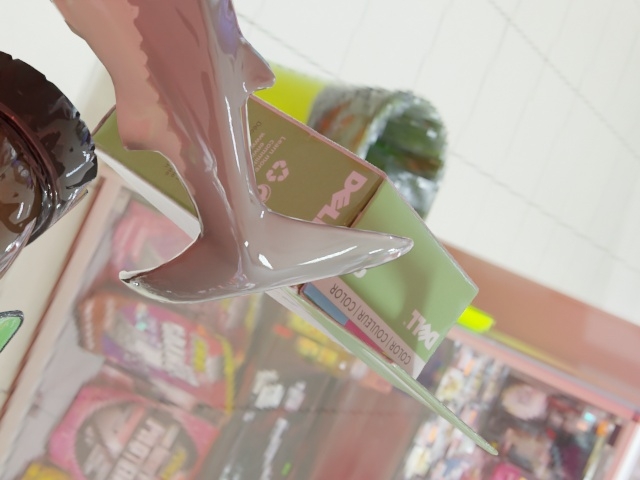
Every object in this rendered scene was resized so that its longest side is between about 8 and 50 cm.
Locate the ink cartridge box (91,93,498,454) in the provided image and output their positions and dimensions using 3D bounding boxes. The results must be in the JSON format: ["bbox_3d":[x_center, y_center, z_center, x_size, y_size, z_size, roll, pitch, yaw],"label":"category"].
[{"bbox_3d":[0.000,0.000,0.561,0.062,0.209,0.109,-51,141,-6],"label":"ink cartridge box"}]

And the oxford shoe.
[{"bbox_3d":[-0.170,0.022,0.426,0.227,0.083,0.096,-36,-164,44],"label":"oxford shoe"}]

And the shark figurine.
[{"bbox_3d":[-0.043,-0.104,0.339,0.116,0.278,0.166,-32,-173,-16],"label":"shark figurine"}]

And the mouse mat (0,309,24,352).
[{"bbox_3d":[-0.248,0.100,0.677,0.153,0.007,0.189,-50,165,14],"label":"mouse mat"}]
